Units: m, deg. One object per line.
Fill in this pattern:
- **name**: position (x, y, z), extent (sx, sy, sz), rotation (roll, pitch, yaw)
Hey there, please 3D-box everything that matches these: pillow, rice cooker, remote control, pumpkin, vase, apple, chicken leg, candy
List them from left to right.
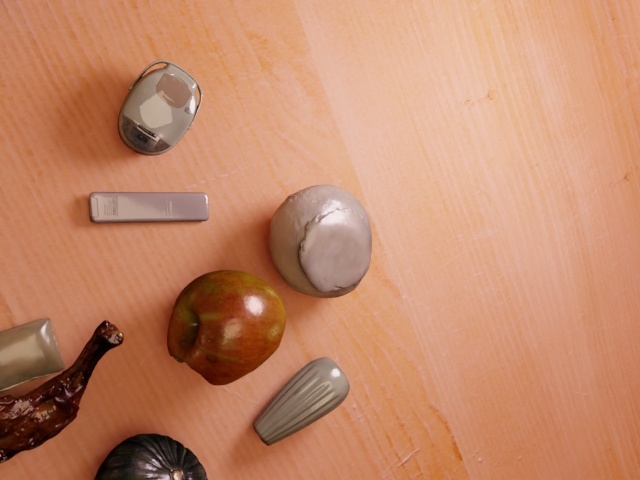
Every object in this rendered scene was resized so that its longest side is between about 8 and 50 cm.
- **pillow**: position (-0.619, 0.235, 1.122), extent (0.208, 0.053, 0.119), rotation (-20, 101, -30)
- **chicken leg**: position (-0.548, 0.308, 1.120), extent (0.406, 0.096, 0.158), rotation (-35, 129, -12)
- **pumpkin**: position (-0.355, 0.529, 1.191), extent (0.249, 0.216, 0.250), rotation (32, 46, -41)
- **remote control**: position (-0.373, -0.073, 1.270), extent (0.260, 0.029, 0.067), rotation (-3, 91, -30)
- **rice cooker**: position (-0.347, -0.276, 1.228), extent (0.145, 0.127, 0.207), rotation (34, 71, -25)
- **apple**: position (-0.195, 0.187, 1.244), extent (0.226, 0.246, 0.247), rotation (11, 85, -43)
- **vase**: position (-0.050, 0.394, 1.392), extent (0.248, 0.128, 0.128), rotation (-36, 106, -15)
- **candy**: position (0.000, 0.000, 1.380), extent (0.295, 0.185, 0.296), rotation (-8, 103, -42)
